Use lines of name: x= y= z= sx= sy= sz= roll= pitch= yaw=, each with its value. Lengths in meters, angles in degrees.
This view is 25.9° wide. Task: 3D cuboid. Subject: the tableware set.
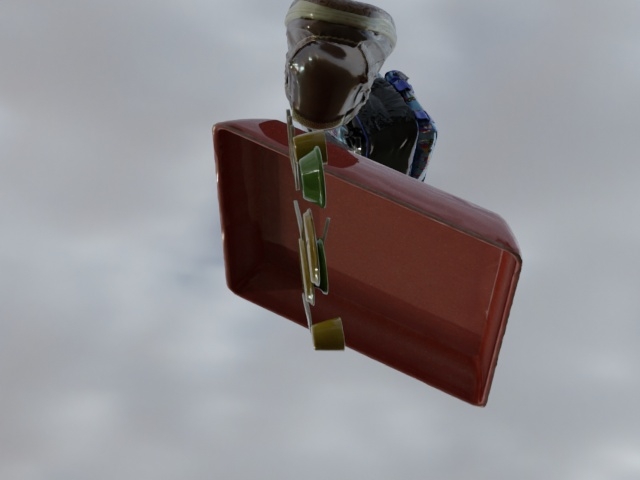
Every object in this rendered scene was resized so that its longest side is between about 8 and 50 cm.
tableware set: x=0.000 y=0.000 z=0.871 sx=0.024 sy=0.104 sz=0.154 roll=-7 pitch=-61 yaw=-4

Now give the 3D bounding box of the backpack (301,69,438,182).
backpack: x=0.043 y=-0.142 z=1.611 sx=0.116 sy=0.173 sz=0.158 roll=-19 pitch=-32 yaw=-18

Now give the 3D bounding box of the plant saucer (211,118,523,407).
plant saucer: x=0.040 y=0.013 z=1.138 sx=0.259 sy=0.048 sz=0.258 roll=25 pitch=-29 yaw=14

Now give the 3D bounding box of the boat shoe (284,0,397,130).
boat shoe: x=0.012 y=-0.141 z=1.201 sx=0.095 sy=0.095 sz=0.257 roll=10 pitch=-3 yaw=1
